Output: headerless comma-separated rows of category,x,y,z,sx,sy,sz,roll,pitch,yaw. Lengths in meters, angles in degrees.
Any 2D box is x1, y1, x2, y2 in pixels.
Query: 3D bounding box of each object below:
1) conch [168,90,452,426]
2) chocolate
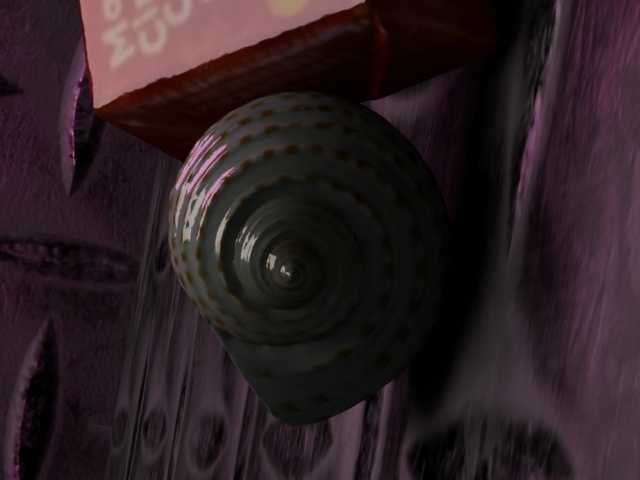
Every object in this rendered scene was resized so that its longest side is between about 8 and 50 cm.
conch,0.008,-0.003,1.024,0.131,0.172,0.200,-26,12,28
chocolate,-0.035,-0.184,1.062,0.235,0.108,0.237,-16,78,37
